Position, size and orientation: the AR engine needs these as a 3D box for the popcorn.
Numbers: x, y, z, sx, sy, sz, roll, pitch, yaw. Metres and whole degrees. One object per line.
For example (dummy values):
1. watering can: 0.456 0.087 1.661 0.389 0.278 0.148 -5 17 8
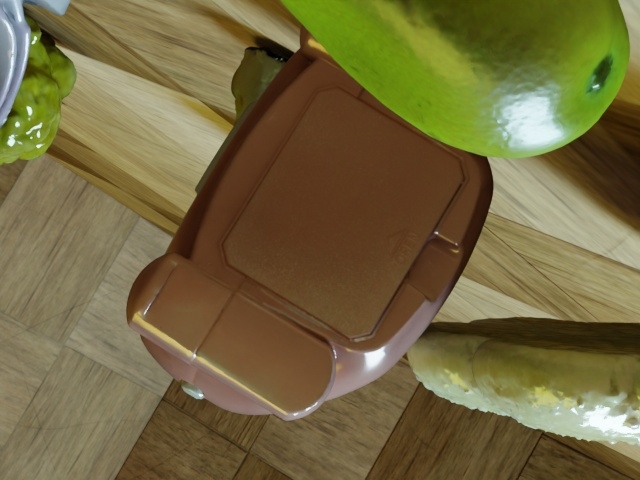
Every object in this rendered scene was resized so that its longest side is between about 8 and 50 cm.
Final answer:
1. popcorn: -0.345 -0.155 1.595 0.198 0.197 0.155 30 176 4

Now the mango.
1. mango: 0.040 -0.094 0.604 0.163 0.089 0.117 32 174 -14

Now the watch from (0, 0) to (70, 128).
1. watch: -0.292 -0.154 1.116 0.211 0.217 0.248 28 174 21

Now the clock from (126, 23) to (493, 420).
1. clock: 0.000 0.000 0.922 0.142 0.227 0.241 32 169 -1

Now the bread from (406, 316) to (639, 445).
1. bread: 0.204 0.076 0.875 0.316 0.054 0.316 4 -178 0

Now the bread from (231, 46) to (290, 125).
1. bread: 0.004 -0.059 1.109 0.157 0.094 0.083 22 170 -1
